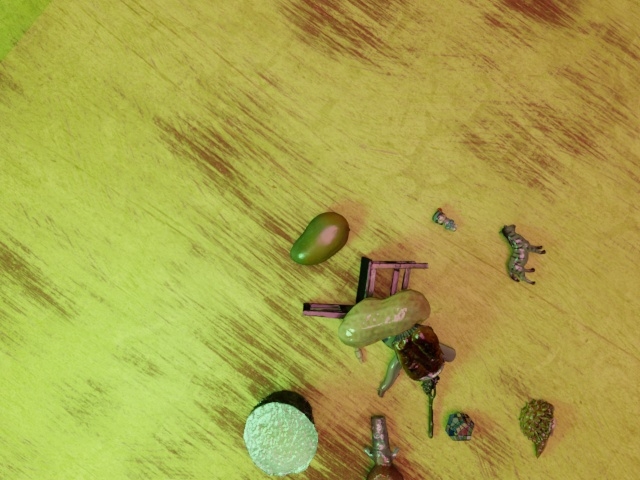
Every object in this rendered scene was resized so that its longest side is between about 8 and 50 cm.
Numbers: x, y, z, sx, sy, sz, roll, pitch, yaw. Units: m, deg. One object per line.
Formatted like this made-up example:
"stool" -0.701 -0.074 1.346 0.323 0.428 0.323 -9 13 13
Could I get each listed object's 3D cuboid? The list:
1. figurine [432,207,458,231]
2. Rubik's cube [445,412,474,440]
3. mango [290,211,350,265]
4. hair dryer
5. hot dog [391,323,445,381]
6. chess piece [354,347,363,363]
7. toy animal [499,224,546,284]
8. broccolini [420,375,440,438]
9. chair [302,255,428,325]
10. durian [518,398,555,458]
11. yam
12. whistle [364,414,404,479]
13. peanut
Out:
"figurine" 0.489 -0.079 1.667 0.106 0.047 0.060 34 95 -2
"Rubik's cube" 0.524 0.703 1.602 0.111 0.111 0.093 -1 59 -2
"mango" 0.000 0.000 1.612 0.251 0.114 0.156 -45 96 -4
"hair dryer" 0.365 0.455 1.623 0.295 0.119 0.299 1 103 -6
"hot dog" 0.349 0.401 1.499 0.162 0.082 0.270 -24 123 7
"chess piece" 0.145 0.427 1.635 0.035 0.035 0.092 -19 91 -3
"toy animal" 0.772 0.051 1.660 0.175 0.073 0.217 15 91 5
"broccolini" 0.419 0.626 1.604 0.071 0.057 0.255 -3 93 16
"chair" 0.154 0.168 1.570 0.415 0.203 0.241 8 91 -3
"durian" 0.836 0.724 1.618 0.140 0.078 0.225 0 86 -2
"yam" -0.125 0.640 1.466 0.240 0.348 0.241 0 80 -1
"whistle" 0.233 0.835 1.574 0.142 0.133 0.347 -12 77 33
"peanut" 0.204 0.252 1.398 0.312 0.152 0.152 -21 88 12
